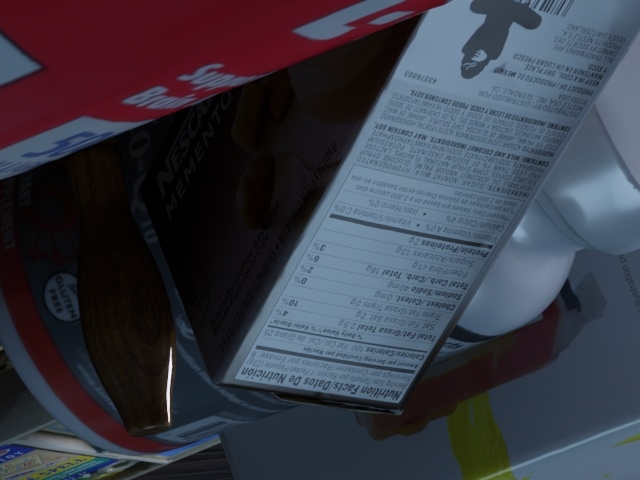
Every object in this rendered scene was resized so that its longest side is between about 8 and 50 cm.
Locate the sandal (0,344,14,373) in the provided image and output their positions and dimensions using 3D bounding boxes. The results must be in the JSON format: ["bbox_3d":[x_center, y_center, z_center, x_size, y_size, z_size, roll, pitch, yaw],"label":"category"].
[{"bbox_3d":[-0.264,0.078,1.491,0.079,0.088,0.240,-18,162,39],"label":"sandal"}]

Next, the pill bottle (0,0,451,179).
[{"bbox_3d":[0.024,-0.174,0.446,0.407,0.229,0.229,-20,166,23],"label":"pill bottle"}]

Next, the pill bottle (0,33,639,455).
[{"bbox_3d":[0.009,-0.029,1.074,0.363,0.210,0.210,-22,165,28],"label":"pill bottle"}]

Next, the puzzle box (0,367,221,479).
[{"bbox_3d":[-0.080,0.098,1.477,0.409,0.052,0.272,-23,163,16],"label":"puzzle box"}]

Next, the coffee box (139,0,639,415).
[{"bbox_3d":[0.027,-0.066,0.835,0.098,0.141,0.246,11,126,-29],"label":"coffee box"}]

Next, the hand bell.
[{"bbox_3d":[-0.099,-0.034,0.866,0.126,0.242,0.126,-13,166,-3],"label":"hand bell"}]

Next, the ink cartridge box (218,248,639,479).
[{"bbox_3d":[0.151,0.089,1.319,0.384,0.160,0.279,-22,163,14],"label":"ink cartridge box"}]
